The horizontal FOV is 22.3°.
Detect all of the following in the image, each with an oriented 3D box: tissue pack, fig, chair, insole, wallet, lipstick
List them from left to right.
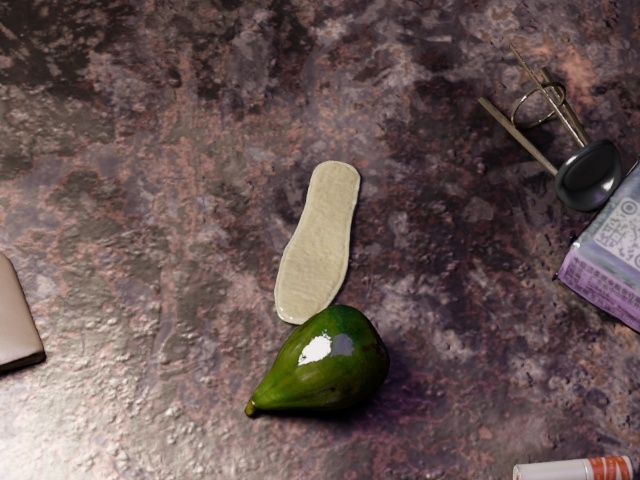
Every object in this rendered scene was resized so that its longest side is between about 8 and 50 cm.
[{"bbox_3d":[-0.395,0.088,1.883,0.118,0.039,0.153,-18,61,-18],"label":"wallet"},{"bbox_3d":[-0.009,0.148,1.843,0.177,0.117,0.117,-27,62,-8],"label":"fig"},{"bbox_3d":[0.000,0.000,1.988,0.081,0.011,0.248,12,56,4],"label":"insole"},{"bbox_3d":[0.297,-0.146,2.058,0.104,0.095,0.221,-28,63,-8],"label":"chair"},{"bbox_3d":[0.284,0.265,1.820,0.130,0.038,0.038,-3,57,-7],"label":"lipstick"},{"bbox_3d":[0.498,0.039,1.943,0.361,0.122,0.259,33,62,14],"label":"tissue pack"}]
